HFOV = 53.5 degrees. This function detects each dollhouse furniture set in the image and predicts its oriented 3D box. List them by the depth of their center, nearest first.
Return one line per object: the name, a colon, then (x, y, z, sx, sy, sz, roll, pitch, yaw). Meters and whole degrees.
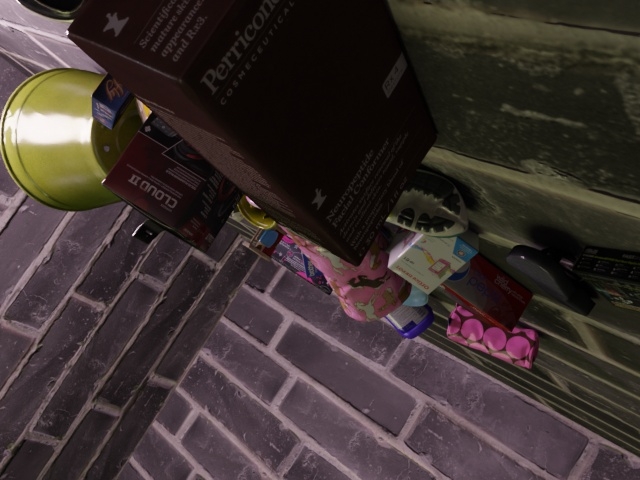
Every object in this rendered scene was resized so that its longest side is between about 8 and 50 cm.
dollhouse furniture set: (-0.064, -0.024, 1.511, 0.129, 0.183, 0.129, 36, 172, -31)

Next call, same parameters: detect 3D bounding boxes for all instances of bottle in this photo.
bottle: (0.198, 0.150, 1.803, 0.283, 0.118, 0.092, 46, -172, -13)

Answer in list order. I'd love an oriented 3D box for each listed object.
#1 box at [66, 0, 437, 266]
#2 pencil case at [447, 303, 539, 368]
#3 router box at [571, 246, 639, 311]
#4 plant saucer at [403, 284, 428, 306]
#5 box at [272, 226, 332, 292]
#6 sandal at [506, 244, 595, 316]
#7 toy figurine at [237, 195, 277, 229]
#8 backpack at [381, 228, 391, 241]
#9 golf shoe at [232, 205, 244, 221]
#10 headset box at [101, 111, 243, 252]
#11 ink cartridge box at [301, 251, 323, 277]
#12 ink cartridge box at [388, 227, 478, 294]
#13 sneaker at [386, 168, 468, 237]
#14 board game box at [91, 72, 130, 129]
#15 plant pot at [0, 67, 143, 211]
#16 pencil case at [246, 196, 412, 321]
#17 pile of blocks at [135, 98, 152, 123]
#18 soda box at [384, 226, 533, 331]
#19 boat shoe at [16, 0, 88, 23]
box: (-0.023, -0.138, 0.605, 0.143, 0.191, 0.381, 28, 172, 31)
pencil case: (0.397, 0.214, 1.459, 0.209, 0.098, 0.095, 19, -164, 18)
router box: (0.377, 0.052, 0.754, 0.092, 0.038, 0.122, 36, 172, -22)
plant saucer: (0.139, 0.061, 1.605, 0.318, 0.043, 0.317, 30, 161, 11)
box: (-0.035, 0.050, 2.044, 0.247, 0.142, 0.163, 33, 174, 4)
sandal: (0.332, 0.046, 0.896, 0.097, 0.054, 0.254, 36, -175, 34)
toy figurine: (-0.138, -0.152, 1.377, 0.363, 0.191, 0.217, 22, -163, 39)
backpack: (0.094, -0.002, 1.390, 0.105, 0.084, 0.114, 30, 176, 24)
golf shoe: (-0.287, -0.149, 1.884, 0.273, 0.120, 0.105, 27, 172, 45)
headset box: (-0.152, -0.118, 0.852, 0.110, 0.293, 0.218, 32, 173, 4)
ink cartridge box: (0.000, 0.000, 1.455, 0.207, 0.097, 0.046, 81, 177, -49)
ink cartridge box: (0.180, 0.018, 1.021, 0.089, 0.122, 0.052, 34, -143, -12)
sneaker: (0.090, -0.069, 0.939, 0.275, 0.107, 0.110, 29, -179, 25)
board game box: (-0.298, -0.264, 1.002, 0.042, 0.165, 0.243, 35, 173, -19)
plant pot: (-0.511, -0.241, 1.514, 0.353, 0.366, 0.366, 7, 157, 45)
pencil case: (0.025, -0.007, 1.180, 0.386, 0.167, 0.160, 52, -156, -39)
pile of blocks: (-0.257, -0.254, 1.236, 0.113, 0.148, 0.362, -12, -151, -28)
soda box: (0.251, 0.060, 1.150, 0.263, 0.083, 0.092, 34, 173, -17)
boat shoe: (-0.467, -0.421, 0.991, 0.233, 0.084, 0.079, 35, 173, 1)
